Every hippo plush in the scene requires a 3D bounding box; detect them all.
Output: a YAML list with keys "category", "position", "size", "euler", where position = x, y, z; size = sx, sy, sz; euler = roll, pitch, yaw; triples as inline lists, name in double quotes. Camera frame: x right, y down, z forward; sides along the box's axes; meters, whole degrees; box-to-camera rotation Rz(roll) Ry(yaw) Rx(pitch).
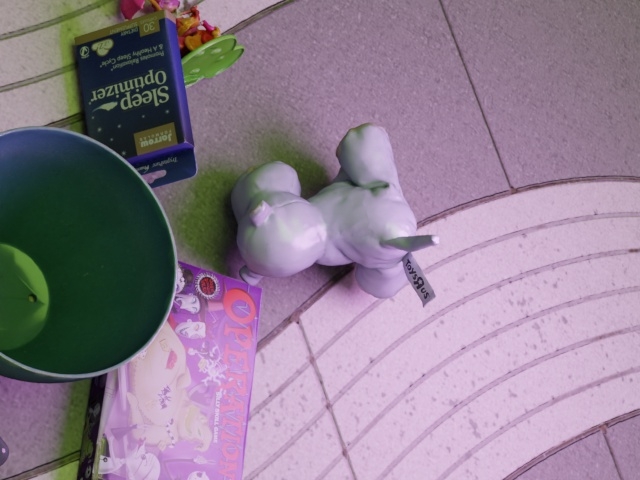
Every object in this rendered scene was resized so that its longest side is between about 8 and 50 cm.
- category: "hippo plush"
  position: [0.000, 0.000, 1.863]
  size: [0.237, 0.234, 0.294]
  euler: [-10, 46, -10]

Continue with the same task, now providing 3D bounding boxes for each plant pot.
- category: "plant pot"
  position: [-0.339, 0.038, 1.581]
  size: [0.290, 0.195, 0.290]
  euler: [14, 64, -32]

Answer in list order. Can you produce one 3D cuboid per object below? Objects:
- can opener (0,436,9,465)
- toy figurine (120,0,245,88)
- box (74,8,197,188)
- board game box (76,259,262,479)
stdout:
- category: "can opener"
  position: [-0.447, 0.142, 1.526]
  size: [0.076, 0.095, 0.283]
  euler: [-37, 90, -39]
- category: "toy figurine"
  position: [-0.200, -0.302, 1.885]
  size: [0.159, 0.130, 0.173]
  euler: [55, 28, 6]
- category: "box"
  position: [-0.240, -0.176, 1.783]
  size: [0.036, 0.136, 0.225]
  euler: [28, 49, -69]
- category: "board game box"
  position: [-0.186, 0.195, 1.730]
  size: [0.208, 0.056, 0.346]
  euler: [22, 61, -33]
